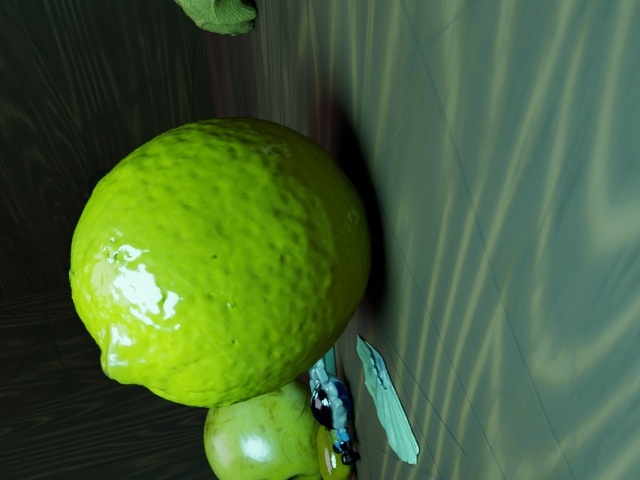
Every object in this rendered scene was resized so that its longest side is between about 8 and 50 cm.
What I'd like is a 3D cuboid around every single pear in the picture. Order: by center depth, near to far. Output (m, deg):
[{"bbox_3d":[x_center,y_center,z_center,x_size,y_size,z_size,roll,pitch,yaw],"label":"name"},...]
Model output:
[{"bbox_3d":[-0.104,0.407,1.453,0.281,0.281,0.281,168,90,-80],"label":"pear"}]

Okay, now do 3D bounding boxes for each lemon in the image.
[{"bbox_3d":[-0.106,0.019,0.792,0.336,0.336,0.336,168,90,-80],"label":"lemon"}]

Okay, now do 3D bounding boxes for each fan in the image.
[{"bbox_3d":[0.082,0.203,0.901,0.240,0.009,0.131,-121,20,-62],"label":"fan"}]

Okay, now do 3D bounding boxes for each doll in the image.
[{"bbox_3d":[0.019,0.278,1.166,0.096,0.070,0.195,27,136,58],"label":"doll"}]

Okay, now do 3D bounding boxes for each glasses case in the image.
[{"bbox_3d":[-0.003,0.184,1.256,0.078,0.039,0.184,-117,18,-59],"label":"glasses case"}]

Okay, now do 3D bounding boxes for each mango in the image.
[{"bbox_3d":[0.025,0.383,1.267,0.080,0.060,0.114,104,157,-61],"label":"mango"}]

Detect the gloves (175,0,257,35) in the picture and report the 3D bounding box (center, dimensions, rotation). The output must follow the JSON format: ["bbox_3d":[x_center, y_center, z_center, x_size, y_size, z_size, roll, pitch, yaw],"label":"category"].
[{"bbox_3d":[-0.203,-0.491,1.279,0.356,0.155,0.203,103,158,-75],"label":"gloves"}]
